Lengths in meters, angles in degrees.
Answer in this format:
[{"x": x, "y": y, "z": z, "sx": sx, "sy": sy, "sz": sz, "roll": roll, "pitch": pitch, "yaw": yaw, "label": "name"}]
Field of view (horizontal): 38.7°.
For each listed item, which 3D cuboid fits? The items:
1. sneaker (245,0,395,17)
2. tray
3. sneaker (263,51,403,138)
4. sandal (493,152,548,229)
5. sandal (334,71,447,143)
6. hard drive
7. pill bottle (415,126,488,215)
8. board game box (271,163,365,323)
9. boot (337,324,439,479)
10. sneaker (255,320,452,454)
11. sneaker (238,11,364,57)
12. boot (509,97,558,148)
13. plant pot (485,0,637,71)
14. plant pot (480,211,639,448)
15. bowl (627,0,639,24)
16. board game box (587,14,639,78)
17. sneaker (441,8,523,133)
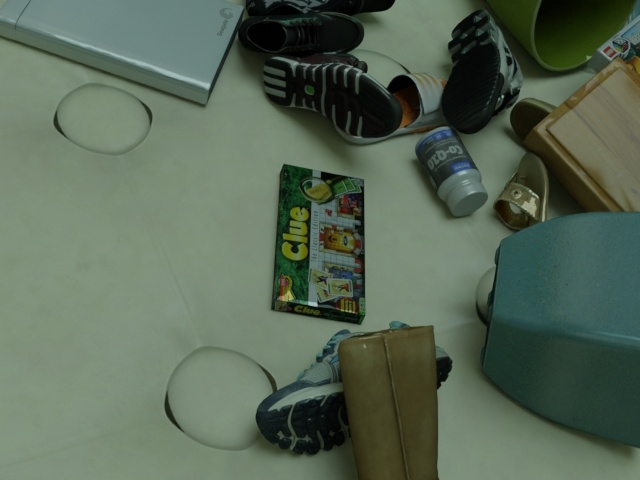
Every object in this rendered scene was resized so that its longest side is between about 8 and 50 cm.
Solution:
[{"x": 0.000, "y": -0.424, "z": 1.659, "sx": 0.283, "sy": 0.107, "sz": 0.124, "roll": 3, "pitch": 68, "yaw": -12, "label": "sneaker"}, {"x": 0.551, "y": -0.085, "z": 1.495, "sx": 0.203, "sy": 0.076, "sz": 0.411, "roll": -40, "pitch": 82, "yaw": -10, "label": "tray"}, {"x": 0.053, "y": -0.259, "z": 1.493, "sx": 0.281, "sy": 0.106, "sz": 0.162, "roll": 27, "pitch": 37, "yaw": 33, "label": "sneaker"}, {"x": 0.321, "y": -0.049, "z": 1.474, "sx": 0.079, "sy": 0.088, "sz": 0.240, "roll": 6, "pitch": 59, "yaw": -13, "label": "sandal"}, {"x": 0.144, "y": -0.235, "z": 1.560, "sx": 0.265, "sy": 0.076, "sz": 0.102, "roll": -24, "pitch": 65, "yaw": -32, "label": "sandal"}, {"x": -0.325, "y": -0.370, "z": 1.525, "sx": 0.353, "sy": 0.047, "sz": 0.233, "roll": 19, "pitch": 50, "yaw": -5, "label": "hard drive"}, {"x": 0.215, "y": -0.112, "z": 1.490, "sx": 0.078, "sy": 0.078, "sz": 0.137, "roll": -10, "pitch": 57, "yaw": -25, "label": "pill bottle"}, {"x": 0.000, "y": 0.000, "z": 1.366, "sx": 0.136, "sy": 0.030, "sz": 0.260, "roll": 8, "pitch": 52, "yaw": -10, "label": "board game box"}, {"x": 0.048, "y": 0.248, "z": 1.079, "sx": 0.236, "sy": 0.089, "sz": 0.270, "roll": -6, "pitch": 89, "yaw": -35, "label": "boot"}, {"x": 0.030, "y": 0.186, "z": 1.206, "sx": 0.283, "sy": 0.110, "sz": 0.122, "roll": -14, "pitch": 42, "yaw": -30, "label": "sneaker"}, {"x": -0.026, "y": -0.344, "z": 1.548, "sx": 0.222, "sy": 0.083, "sz": 0.118, "roll": -4, "pitch": 16, "yaw": -9, "label": "sneaker"}, {"x": 0.483, "y": -0.214, "z": 1.647, "sx": 0.262, "sy": 0.095, "sz": 0.203, "roll": 29, "pitch": 49, "yaw": 6, "label": "boot"}, {"x": 0.422, "y": -0.520, "z": 1.779, "sx": 0.274, "sy": 0.275, "sz": 0.293, "roll": -17, "pitch": 45, "yaw": -28, "label": "plant pot"}, {"x": 0.360, "y": 0.110, "z": 1.273, "sx": 0.252, "sy": 0.247, "sz": 0.248, "roll": 8, "pitch": 50, "yaw": 9, "label": "plant pot"}, {"x": 0.785, "y": -0.456, "z": 1.834, "sx": 0.311, "sy": 0.311, "sz": 0.163, "roll": 42, "pitch": 16, "yaw": 15, "label": "bowl"}, {"x": 0.665, "y": -0.353, "z": 1.679, "sx": 0.305, "sy": 0.053, "sz": 0.193, "roll": -39, "pitch": 75, "yaw": -21, "label": "board game box"}, {"x": 0.301, "y": -0.271, "z": 1.595, "sx": 0.146, "sy": 0.122, "sz": 0.331, "roll": 45, "pitch": 37, "yaw": -24, "label": "sneaker"}]
